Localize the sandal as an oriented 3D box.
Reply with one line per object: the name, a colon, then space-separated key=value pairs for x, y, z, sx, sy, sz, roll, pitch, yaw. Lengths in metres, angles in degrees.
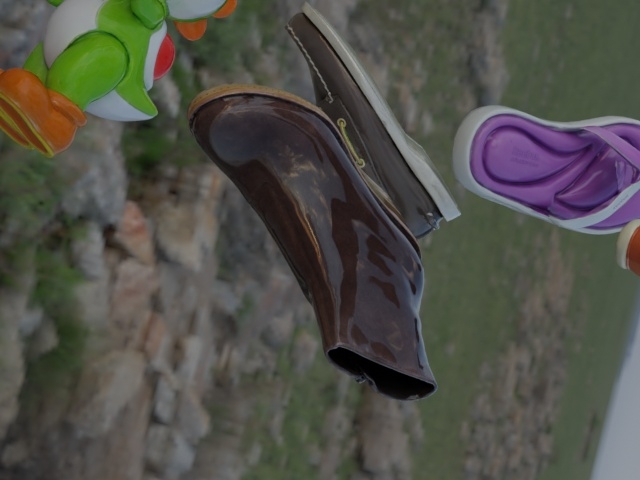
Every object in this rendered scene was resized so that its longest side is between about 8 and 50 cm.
sandal: x=0.358 y=-0.087 z=1.969 sx=0.416 sy=0.102 sz=0.169 roll=2 pitch=101 yaw=-34

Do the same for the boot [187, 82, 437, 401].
boot: x=0.000 y=0.000 z=1.139 sx=0.248 sy=0.090 sz=0.207 roll=33 pitch=33 yaw=-36

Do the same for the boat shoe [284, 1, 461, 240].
boat shoe: x=0.047 y=-0.140 z=1.778 sx=0.324 sy=0.096 sz=0.116 roll=54 pitch=10 yaw=-11

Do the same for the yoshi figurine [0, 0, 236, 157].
yoshi figurine: x=-0.218 y=-0.269 z=1.504 sx=0.362 sy=0.203 sz=0.203 roll=-47 pitch=165 yaw=-14

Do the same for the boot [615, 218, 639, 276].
boot: x=0.277 y=0.015 z=1.113 sx=0.158 sy=0.084 sz=0.059 roll=19 pitch=94 yaw=-65
